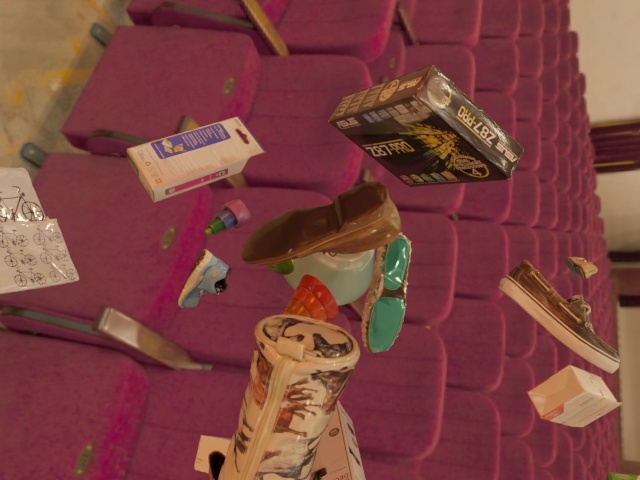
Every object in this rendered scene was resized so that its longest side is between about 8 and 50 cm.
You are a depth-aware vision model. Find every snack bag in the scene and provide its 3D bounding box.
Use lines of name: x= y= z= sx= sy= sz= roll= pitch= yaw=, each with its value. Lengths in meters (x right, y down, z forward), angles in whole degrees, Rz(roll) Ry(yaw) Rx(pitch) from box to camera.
snack bag: x=-0.748 y=-0.038 z=1.310 sx=0.343 sy=0.037 sz=0.323 roll=65 pitch=18 yaw=6

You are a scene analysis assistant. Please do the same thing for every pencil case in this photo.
pencil case: x=-0.071 y=0.307 z=0.879 sx=0.183 sy=0.159 sz=0.411 roll=-42 pitch=151 yaw=-70

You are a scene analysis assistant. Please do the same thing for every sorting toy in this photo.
sorting toy: x=-0.125 y=0.068 z=1.226 sx=0.126 sy=0.365 sz=0.127 roll=-37 pitch=166 yaw=-26

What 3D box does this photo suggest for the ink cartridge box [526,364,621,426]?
ink cartridge box: x=0.556 y=0.344 z=1.214 sx=0.198 sy=0.115 sz=0.067 roll=24 pitch=33 yaw=-38

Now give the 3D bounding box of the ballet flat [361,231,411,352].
ballet flat: x=0.218 y=0.172 z=1.878 sx=0.147 sy=0.146 sz=0.409 roll=17 pitch=85 yaw=-61

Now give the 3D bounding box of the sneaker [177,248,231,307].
sneaker: x=-0.208 y=0.085 z=1.008 sx=0.073 sy=0.162 sz=0.063 roll=27 pitch=50 yaw=-12

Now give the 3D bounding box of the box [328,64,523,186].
box: x=0.243 y=-0.259 z=1.367 sx=0.318 sy=0.395 sz=0.097 roll=36 pitch=77 yaw=-25

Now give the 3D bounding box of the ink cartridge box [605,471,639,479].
ink cartridge box: x=0.833 y=0.713 z=1.426 sx=0.208 sy=0.152 sz=0.087 roll=-64 pitch=155 yaw=-60

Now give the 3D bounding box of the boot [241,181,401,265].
boot: x=0.000 y=0.000 z=1.016 sx=0.115 sy=0.305 sz=0.112 roll=52 pitch=28 yaw=-44

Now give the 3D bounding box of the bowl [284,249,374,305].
bowl: x=0.042 y=0.023 z=1.688 sx=0.163 sy=0.311 sz=0.312 roll=120 pitch=-7 yaw=-53

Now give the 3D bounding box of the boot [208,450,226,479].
boot: x=-0.225 y=0.728 z=1.571 sx=0.109 sy=0.283 sz=0.220 roll=-26 pitch=146 yaw=-21

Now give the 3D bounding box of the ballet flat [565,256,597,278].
ballet flat: x=0.833 y=0.083 z=1.776 sx=0.168 sy=0.052 sz=0.057 roll=-70 pitch=136 yaw=-76

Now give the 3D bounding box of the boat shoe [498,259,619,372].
boat shoe: x=0.600 y=0.179 z=1.362 sx=0.119 sy=0.335 sz=0.121 roll=-51 pitch=168 yaw=10

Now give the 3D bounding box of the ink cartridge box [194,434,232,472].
ink cartridge box: x=-0.261 y=0.761 z=1.944 sx=0.283 sy=0.207 sz=0.117 roll=25 pitch=65 yaw=-39

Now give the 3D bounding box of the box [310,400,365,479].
box: x=0.011 y=0.548 z=1.373 sx=0.087 sy=0.169 sz=0.290 roll=61 pitch=7 yaw=-23

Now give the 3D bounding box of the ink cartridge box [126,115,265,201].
ink cartridge box: x=-0.367 y=-0.252 z=1.671 sx=0.370 sy=0.176 sz=0.069 roll=-25 pitch=153 yaw=-25
